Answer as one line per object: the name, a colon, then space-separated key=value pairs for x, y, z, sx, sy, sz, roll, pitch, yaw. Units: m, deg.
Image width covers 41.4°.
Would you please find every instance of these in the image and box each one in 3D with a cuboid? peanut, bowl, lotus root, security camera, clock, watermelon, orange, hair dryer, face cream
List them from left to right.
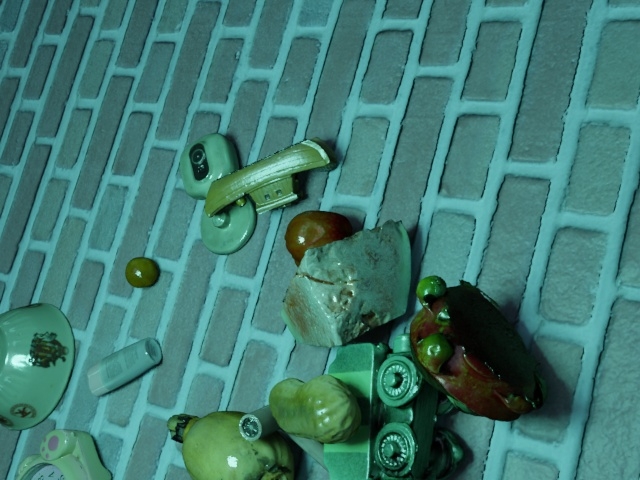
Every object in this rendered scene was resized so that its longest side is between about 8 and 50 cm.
bowl: x=-0.802 y=0.306 z=2.156 sx=0.337 sy=0.157 sz=0.337 roll=-12 pitch=67 yaw=30
clock: x=-0.620 y=0.621 z=1.956 sx=0.309 sy=0.114 sz=0.284 roll=-41 pitch=58 yaw=16
face cream: x=-0.465 y=0.298 z=2.002 sx=0.198 sy=0.057 sz=0.084 roll=-28 pitch=60 yaw=24
orange: x=-0.433 y=0.076 z=2.049 sx=0.085 sy=0.085 sz=0.085 roll=-11 pitch=68 yaw=30
security camera: x=-0.246 y=-0.110 z=1.992 sx=0.157 sy=0.080 sz=0.302 roll=-28 pitch=63 yaw=22
lotus root: x=-0.190 y=0.423 z=1.703 sx=0.310 sy=0.183 sz=0.183 roll=19 pitch=85 yaw=41
hair dryer: x=-0.032 y=0.400 z=1.624 sx=0.220 sy=0.195 sz=0.054 roll=48 pitch=114 yaw=19
peanut: x=-0.014 y=0.298 z=1.528 sx=0.236 sy=0.110 sz=0.120 roll=2 pitch=99 yaw=57
watermelon: x=0.038 y=0.086 z=1.661 sx=0.310 sy=0.232 sz=0.193 roll=-21 pitch=95 yaw=12

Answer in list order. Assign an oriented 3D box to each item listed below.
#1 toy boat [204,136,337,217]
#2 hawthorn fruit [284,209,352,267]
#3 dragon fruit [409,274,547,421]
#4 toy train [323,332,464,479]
toy boat: x=-0.113 y=-0.123 z=1.878 sx=0.321 sy=0.089 sz=0.121 roll=-23 pitch=97 yaw=16
hawthorn fruit: x=0.000 y=0.000 z=1.759 sx=0.138 sy=0.133 sz=0.133 roll=-16 pitch=65 yaw=18
dragon fruit: x=0.258 y=0.191 z=1.451 sx=0.295 sy=0.268 sz=0.130 roll=48 pitch=122 yaw=7
toy train: x=0.129 y=0.325 z=1.552 sx=0.238 sy=0.167 sz=0.299 roll=-11 pitch=67 yaw=41
